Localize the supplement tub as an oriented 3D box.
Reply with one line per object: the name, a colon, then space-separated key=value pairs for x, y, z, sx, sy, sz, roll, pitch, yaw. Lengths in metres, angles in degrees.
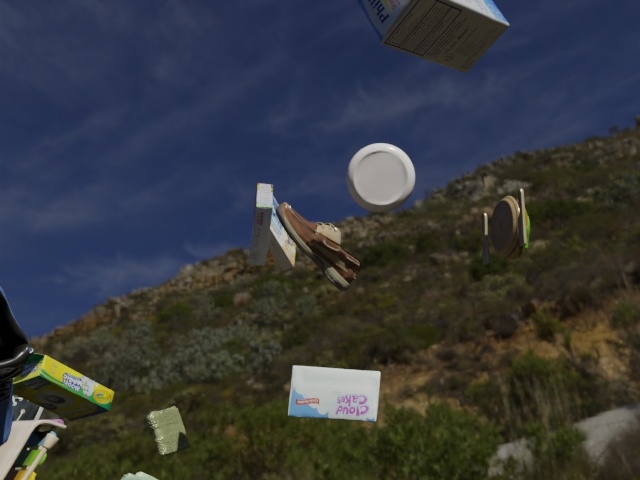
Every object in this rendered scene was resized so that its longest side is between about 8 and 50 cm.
supplement tub: x=0.174 y=-0.179 z=2.251 sx=0.191 sy=0.191 sz=0.272 roll=-10 pitch=3 yaw=5

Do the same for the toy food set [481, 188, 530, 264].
toy food set: x=0.384 y=-0.024 z=1.578 sx=0.038 sy=0.133 sz=0.192 roll=4 pitch=-14 yaw=-12

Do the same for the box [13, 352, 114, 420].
box: x=-0.452 y=0.248 z=1.317 sx=0.105 sy=0.043 sz=0.179 roll=-20 pitch=-45 yaw=30

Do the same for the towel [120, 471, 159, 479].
towel: x=-0.198 y=0.499 z=1.105 sx=0.324 sy=0.248 sz=0.038 roll=34 pitch=-8 yaw=-20

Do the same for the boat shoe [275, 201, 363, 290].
boat shoe: x=0.000 y=0.000 z=2.169 sx=0.116 sy=0.123 sz=0.324 roll=-42 pitch=-62 yaw=0

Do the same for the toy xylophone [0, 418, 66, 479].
toy xylophone: x=-0.671 y=0.520 z=1.694 sx=0.236 sy=0.323 sz=0.081 roll=-4 pitch=-43 yaw=44

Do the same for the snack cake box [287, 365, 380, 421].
snack cake box: x=0.025 y=0.285 z=1.430 sx=0.152 sy=0.089 sz=0.264 roll=5 pitch=-13 yaw=2

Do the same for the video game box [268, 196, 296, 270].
video game box: x=-0.141 y=-0.036 z=2.457 sx=0.048 sy=0.187 sz=0.205 roll=-21 pitch=-60 yaw=17

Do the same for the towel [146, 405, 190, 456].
towel: x=-0.353 y=0.445 z=1.811 sx=0.027 sy=0.110 sz=0.148 roll=-24 pitch=-10 yaw=10

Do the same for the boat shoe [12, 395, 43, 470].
boat shoe: x=-0.794 y=0.465 z=2.062 sx=0.091 sy=0.303 sz=0.114 roll=21 pitch=-19 yaw=-23

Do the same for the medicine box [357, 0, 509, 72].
medicine box: x=0.218 y=-0.530 z=1.678 sx=0.289 sy=0.264 sz=0.149 roll=6 pitch=-41 yaw=-42

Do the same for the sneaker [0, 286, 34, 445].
sneaker: x=-0.495 y=0.181 z=1.117 sx=0.129 sy=0.147 sz=0.330 roll=-27 pitch=-49 yaw=-42

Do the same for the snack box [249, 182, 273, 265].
snack box: x=-0.123 y=-0.033 z=1.603 sx=0.037 sy=0.100 sz=0.141 roll=6 pitch=-58 yaw=-6
